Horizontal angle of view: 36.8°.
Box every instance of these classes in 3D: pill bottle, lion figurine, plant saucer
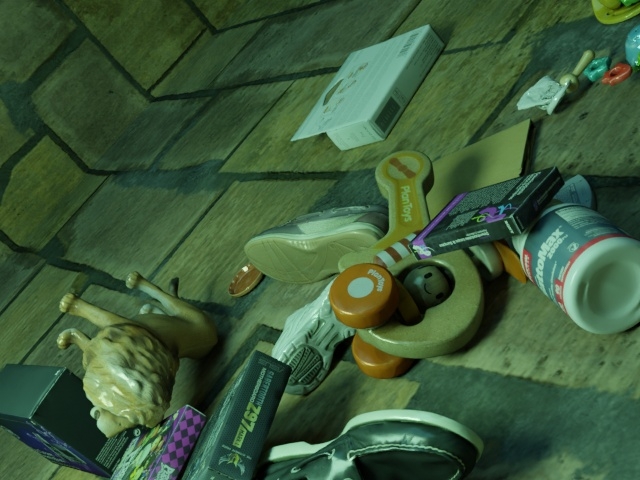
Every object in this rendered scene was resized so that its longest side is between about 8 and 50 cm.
[{"bbox_3d":[0.283,0.019,1.063,0.108,0.108,0.180,-41,24,4],"label":"pill bottle"},{"bbox_3d":[-0.262,0.160,1.542,0.392,0.240,0.142,-31,-39,-57],"label":"lion figurine"},{"bbox_3d":[-0.129,0.069,1.712,0.083,0.013,0.083,-35,25,19],"label":"plant saucer"}]

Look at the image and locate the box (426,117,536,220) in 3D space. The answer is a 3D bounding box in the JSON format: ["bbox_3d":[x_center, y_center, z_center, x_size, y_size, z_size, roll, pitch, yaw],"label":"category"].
[{"bbox_3d":[0.222,-0.090,1.431,0.201,0.021,0.164,-24,31,37],"label":"box"}]

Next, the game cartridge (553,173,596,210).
[{"bbox_3d":[0.322,-0.050,1.226,0.056,0.017,0.083,-35,26,25],"label":"game cartridge"}]

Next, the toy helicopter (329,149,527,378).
[{"bbox_3d":[0.138,0.001,1.263,0.235,0.140,0.355,-12,45,11],"label":"toy helicopter"}]

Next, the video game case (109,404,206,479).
[{"bbox_3d":[-0.266,0.362,1.366,0.210,0.042,0.232,-36,22,49],"label":"video game case"}]

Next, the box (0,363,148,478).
[{"bbox_3d":[-0.437,0.298,1.605,0.261,0.184,0.103,-8,42,52],"label":"box"}]

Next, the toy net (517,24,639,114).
[{"bbox_3d":[0.391,-0.228,1.377,0.232,0.045,0.122,-29,30,31],"label":"toy net"}]

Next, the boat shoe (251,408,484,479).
[{"bbox_3d":[0.029,0.270,1.026,0.340,0.127,0.113,-21,34,42],"label":"boat shoe"}]

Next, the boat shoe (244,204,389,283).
[{"bbox_3d":[0.000,0.000,1.535,0.285,0.103,0.092,-11,34,43],"label":"boat shoe"}]

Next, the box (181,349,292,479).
[{"bbox_3d":[-0.123,0.273,1.217,0.232,0.059,0.183,-58,7,44],"label":"box"}]

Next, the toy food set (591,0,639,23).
[{"bbox_3d":[0.508,-0.429,1.482,0.218,0.071,0.128,-35,26,17],"label":"toy food set"}]

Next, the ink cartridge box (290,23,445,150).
[{"bbox_3d":[0.092,-0.290,1.899,0.239,0.060,0.275,-9,42,52],"label":"ink cartridge box"}]

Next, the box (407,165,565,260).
[{"bbox_3d":[0.193,-0.031,1.129,0.162,0.029,0.116,-18,19,50],"label":"box"}]

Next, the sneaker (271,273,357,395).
[{"bbox_3d":[0.005,0.106,1.368,0.232,0.090,0.115,-45,21,-5],"label":"sneaker"}]
